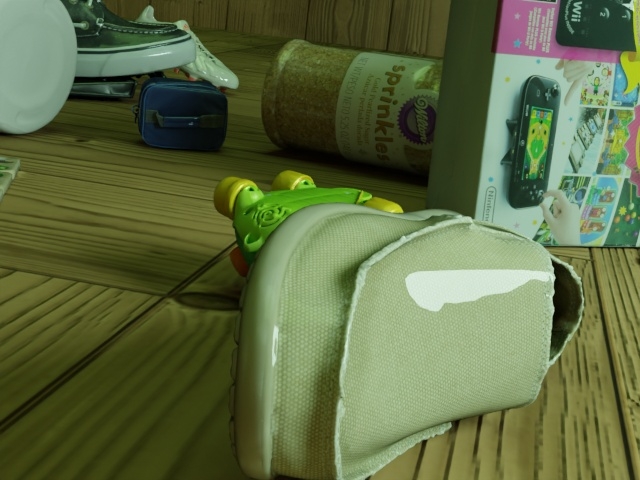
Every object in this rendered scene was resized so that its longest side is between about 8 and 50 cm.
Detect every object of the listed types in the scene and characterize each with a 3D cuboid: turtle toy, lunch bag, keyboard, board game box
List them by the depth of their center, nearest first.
[{"bbox_3d":[0.000,0.000,0.604,0.095,0.066,0.130,20,19,37],"label":"turtle toy"},{"bbox_3d":[0.253,-0.112,0.835,0.303,0.224,0.097,1,15,-20],"label":"board game box"},{"bbox_3d":[-0.145,-0.130,1.040,0.098,0.067,0.065,1,15,-17],"label":"lunch bag"},{"bbox_3d":[-0.317,-0.234,1.444,0.201,0.033,0.317,-6,19,-22],"label":"keyboard"}]

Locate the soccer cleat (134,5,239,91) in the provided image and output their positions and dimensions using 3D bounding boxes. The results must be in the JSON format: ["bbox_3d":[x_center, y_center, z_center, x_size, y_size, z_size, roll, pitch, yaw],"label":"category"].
[{"bbox_3d":[-0.204,-0.289,1.532,0.196,0.076,0.068,28,8,13],"label":"soccer cleat"}]

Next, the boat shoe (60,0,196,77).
[{"bbox_3d":[-0.333,-0.282,1.339,0.335,0.119,0.121,-1,17,-7],"label":"boat shoe"}]

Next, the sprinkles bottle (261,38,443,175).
[{"bbox_3d":[0.118,-0.121,1.018,0.355,0.121,0.121,13,16,25],"label":"sprinkles bottle"}]

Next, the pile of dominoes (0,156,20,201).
[{"bbox_3d":[-0.331,-0.059,0.741,0.195,0.040,0.251,4,14,-11],"label":"pile of dominoes"}]

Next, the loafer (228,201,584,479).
[{"bbox_3d":[0.051,0.032,0.434,0.092,0.102,0.268,7,13,25],"label":"loafer"}]

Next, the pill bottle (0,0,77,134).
[{"bbox_3d":[-0.401,-0.203,1.042,0.272,0.152,0.152,13,16,25],"label":"pill bottle"}]
